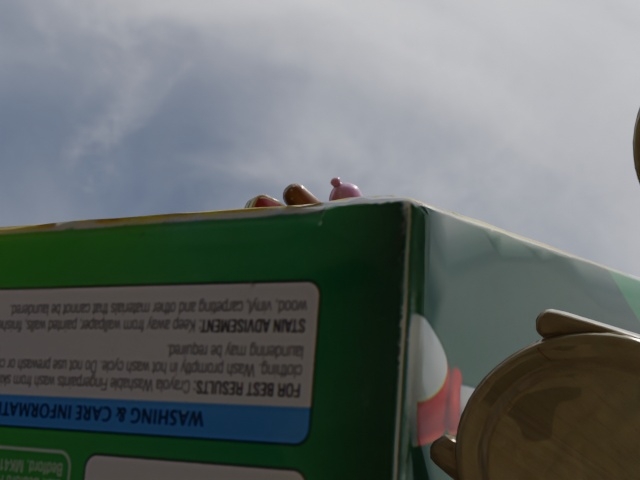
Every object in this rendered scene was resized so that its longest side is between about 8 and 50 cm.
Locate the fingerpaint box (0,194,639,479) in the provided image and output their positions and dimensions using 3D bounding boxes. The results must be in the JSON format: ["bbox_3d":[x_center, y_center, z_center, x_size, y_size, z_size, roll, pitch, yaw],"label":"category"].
[{"bbox_3d":[-0.046,0.104,0.612,0.445,0.371,0.163,-3,-101,37],"label":"fingerpaint box"}]

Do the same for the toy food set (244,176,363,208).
[{"bbox_3d":[0.000,0.000,0.794,0.019,0.122,0.077,-19,-112,54],"label":"toy food set"}]

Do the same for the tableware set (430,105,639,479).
[{"bbox_3d":[0.118,0.029,0.330,0.141,0.020,0.168,27,-70,-5],"label":"tableware set"}]
